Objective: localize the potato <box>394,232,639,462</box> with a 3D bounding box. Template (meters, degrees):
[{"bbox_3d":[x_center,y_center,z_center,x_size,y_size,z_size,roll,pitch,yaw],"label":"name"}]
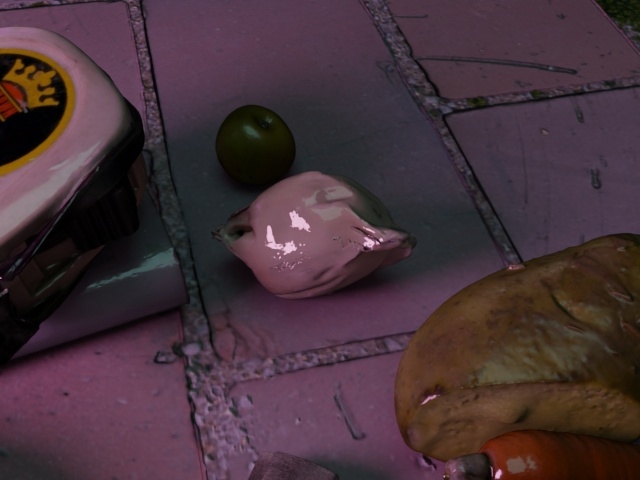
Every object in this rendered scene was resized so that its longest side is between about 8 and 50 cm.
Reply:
[{"bbox_3d":[0.193,0.096,0.689,0.298,0.141,0.176,-24,39,-14],"label":"potato"}]

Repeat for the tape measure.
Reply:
[{"bbox_3d":[-0.246,-0.054,0.709,0.231,0.133,0.271,-34,58,-20],"label":"tape measure"}]

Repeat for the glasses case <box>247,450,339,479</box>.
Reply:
[{"bbox_3d":[-0.051,0.251,0.590,0.070,0.047,0.205,16,49,14],"label":"glasses case"}]

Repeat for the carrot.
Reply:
[{"bbox_3d":[0.244,0.185,0.633,0.335,0.069,0.069,8,45,-17],"label":"carrot"}]

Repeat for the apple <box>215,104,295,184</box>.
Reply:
[{"bbox_3d":[-0.070,-0.104,0.907,0.089,0.074,0.090,16,45,-17],"label":"apple"}]

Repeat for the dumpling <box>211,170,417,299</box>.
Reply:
[{"bbox_3d":[0.000,0.000,0.785,0.199,0.136,0.119,5,79,29],"label":"dumpling"}]

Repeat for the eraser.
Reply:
[{"bbox_3d":[-0.256,0.024,0.773,0.226,0.081,0.174,-17,48,-18],"label":"eraser"}]
